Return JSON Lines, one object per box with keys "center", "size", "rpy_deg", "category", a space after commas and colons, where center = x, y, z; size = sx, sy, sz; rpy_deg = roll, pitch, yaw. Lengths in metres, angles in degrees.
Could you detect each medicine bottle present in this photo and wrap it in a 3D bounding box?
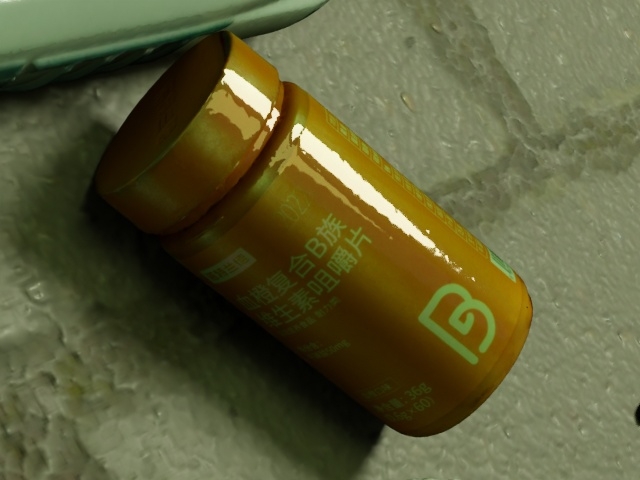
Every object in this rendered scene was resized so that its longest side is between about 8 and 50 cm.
{"center": [0.000, 0.000, 0.784], "size": [0.192, 0.096, 0.096], "rpy_deg": [40, 41, -21], "category": "medicine bottle"}

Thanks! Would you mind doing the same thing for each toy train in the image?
{"center": [-0.068, -0.132, 0.809], "size": [0.407, 0.086, 0.088], "rpy_deg": [-23, 93, -53], "category": "toy train"}

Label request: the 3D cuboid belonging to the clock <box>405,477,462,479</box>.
{"center": [0.090, 0.209, 0.769], "size": [0.236, 0.053, 0.236], "rpy_deg": [28, 45, -32], "category": "clock"}
